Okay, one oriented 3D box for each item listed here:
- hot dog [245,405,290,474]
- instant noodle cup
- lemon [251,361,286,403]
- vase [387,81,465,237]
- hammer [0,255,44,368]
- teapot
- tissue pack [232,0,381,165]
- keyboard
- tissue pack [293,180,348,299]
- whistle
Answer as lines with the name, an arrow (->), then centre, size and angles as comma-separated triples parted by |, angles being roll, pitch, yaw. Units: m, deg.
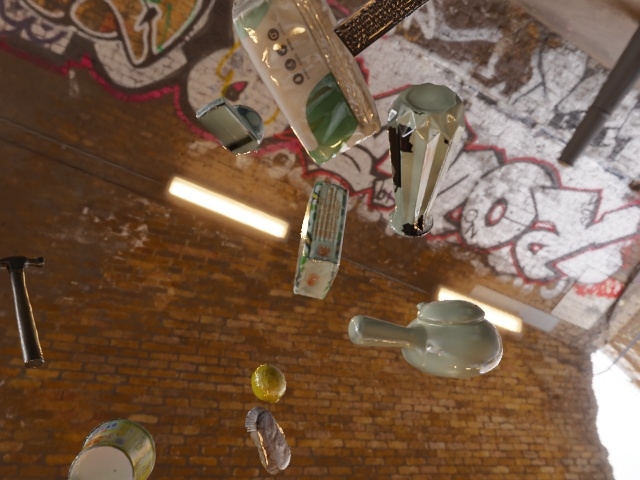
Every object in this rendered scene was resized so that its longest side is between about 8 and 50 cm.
hot dog -> -0.181, 0.687, 1.633 | 0.131, 0.069, 0.252 | -42, -67, -54
instant noodle cup -> -0.548, 0.589, 1.235 | 0.205, 0.205, 0.153 | 27, 170, -5
lemon -> -0.164, 0.455, 1.497 | 0.109, 0.109, 0.133 | -5, -102, -55
vase -> 0.220, -0.165, 1.063 | 0.165, 0.360, 0.165 | -1, -131, 2
hammer -> -0.890, 0.199, 1.414 | 0.168, 0.044, 0.440 | -3, -139, -40
teapot -> 0.231, 0.201, 0.957 | 0.220, 0.149, 0.318 | -3, -179, 41
tissue pack -> -0.032, -0.381, 1.038 | 0.356, 0.194, 0.266 | 56, -171, -33
keyboard -> 0.119, -0.390, 0.779 | 0.067, 0.202, 0.011 | 43, -149, -32
tissue pack -> 0.000, 0.000, 1.511 | 0.128, 0.228, 0.310 | 12, -127, -4
whistle -> -0.262, -0.358, 1.437 | 0.163, 0.163, 0.289 | 45, 180, 34
